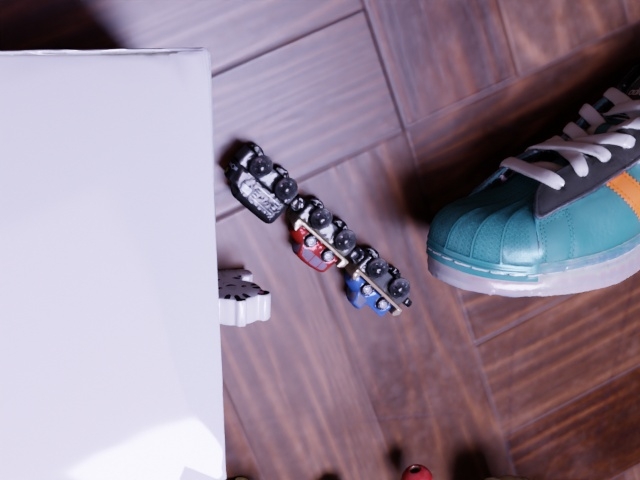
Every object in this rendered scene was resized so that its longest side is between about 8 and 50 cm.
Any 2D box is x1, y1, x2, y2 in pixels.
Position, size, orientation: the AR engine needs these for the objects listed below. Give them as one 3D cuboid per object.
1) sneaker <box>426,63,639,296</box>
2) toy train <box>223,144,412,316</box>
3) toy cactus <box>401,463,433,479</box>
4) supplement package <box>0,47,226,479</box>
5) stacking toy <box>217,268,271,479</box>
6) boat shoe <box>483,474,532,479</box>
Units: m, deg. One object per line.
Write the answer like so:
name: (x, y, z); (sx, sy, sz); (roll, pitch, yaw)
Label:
sneaker: (0.195, -0.056, 0.763); (0.302, 0.108, 0.121); (-17, 114, -23)
toy train: (0.000, 0.000, 0.747); (0.036, 0.027, 0.158); (-47, 118, 5)
toy cactus: (0.015, 0.266, 0.806); (0.219, 0.112, 0.180); (-48, 140, -30)
supplement package: (-0.190, 0.017, 0.579); (0.262, 0.145, 0.203); (-3, 92, -17)
stacking toy: (-0.132, 0.112, 0.724); (0.221, 0.052, 0.166); (-6, 111, -19)
boat shoe: (0.181, 0.259, 0.882); (0.089, 0.104, 0.285); (-33, 128, -12)
